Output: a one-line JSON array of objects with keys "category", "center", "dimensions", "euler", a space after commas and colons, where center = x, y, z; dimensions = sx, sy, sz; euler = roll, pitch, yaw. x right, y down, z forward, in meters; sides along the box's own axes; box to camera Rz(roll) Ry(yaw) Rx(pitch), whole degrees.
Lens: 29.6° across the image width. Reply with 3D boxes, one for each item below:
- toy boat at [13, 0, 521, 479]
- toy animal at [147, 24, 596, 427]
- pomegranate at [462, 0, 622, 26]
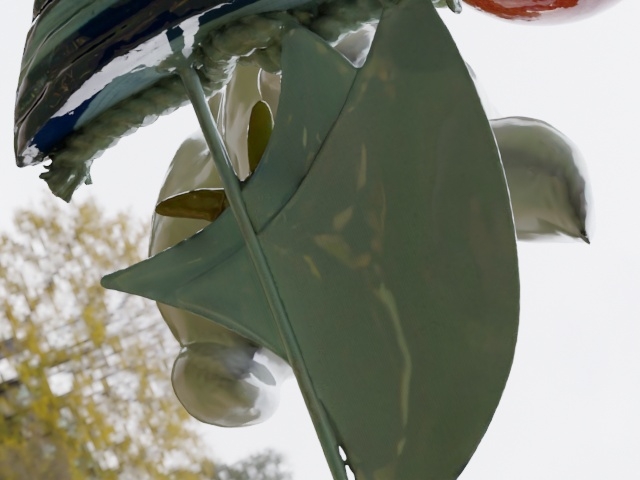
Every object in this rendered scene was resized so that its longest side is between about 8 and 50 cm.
[{"category": "toy boat", "center": [0.000, 0.000, 0.441], "dimensions": [0.067, 0.220, 0.291], "euler": [1, 67, -68]}, {"category": "toy animal", "center": [0.011, -0.020, 0.742], "dimensions": [0.367, 0.196, 0.241], "euler": [-41, -152, 59]}, {"category": "pomegranate", "center": [0.153, -0.276, 0.865], "dimensions": [0.221, 0.221, 0.256], "euler": [29, -23, 54]}]
